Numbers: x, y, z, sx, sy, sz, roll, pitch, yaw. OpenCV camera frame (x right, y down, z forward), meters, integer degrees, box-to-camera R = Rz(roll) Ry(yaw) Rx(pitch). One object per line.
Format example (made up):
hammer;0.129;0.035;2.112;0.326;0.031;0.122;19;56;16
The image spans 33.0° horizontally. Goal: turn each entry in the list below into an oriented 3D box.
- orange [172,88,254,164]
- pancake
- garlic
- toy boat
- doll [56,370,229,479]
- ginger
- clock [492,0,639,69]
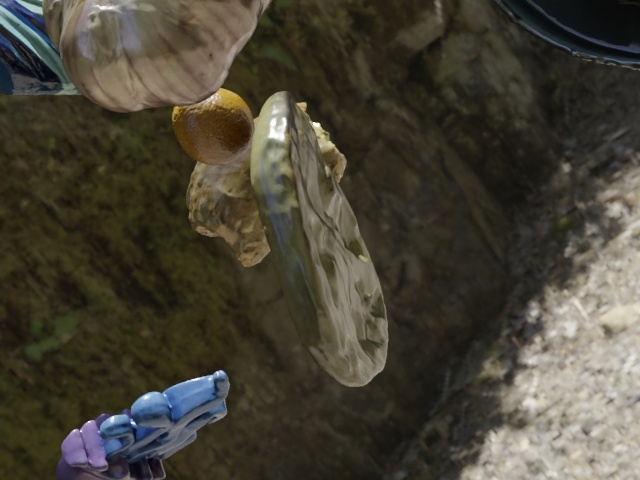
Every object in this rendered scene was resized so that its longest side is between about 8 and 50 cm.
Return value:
orange;-0.106;-0.115;1.067;0.085;0.085;0.085;-33;19;13
pancake;0.000;0.000;1.023;0.049;0.294;0.294;-16;23;12
garlic;-0.090;-0.145;0.630;0.147;0.102;0.159;-18;57;26
toy boat;-0.247;-0.245;1.043;0.291;0.220;0.067;-47;-10;-44
doll;-0.147;0.162;0.886;0.206;0.110;0.067;-35;59;22
ginger;-0.076;-0.091;1.664;0.221;0.130;0.275;15;79;24
clock;0.218;-0.267;0.668;0.319;0.319;0.066;-21;-5;40
